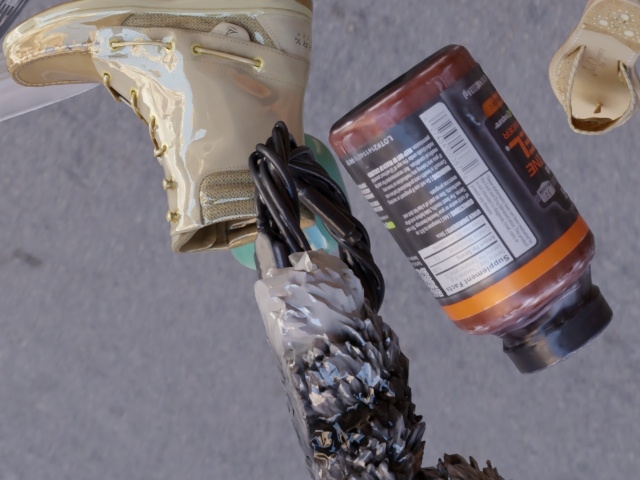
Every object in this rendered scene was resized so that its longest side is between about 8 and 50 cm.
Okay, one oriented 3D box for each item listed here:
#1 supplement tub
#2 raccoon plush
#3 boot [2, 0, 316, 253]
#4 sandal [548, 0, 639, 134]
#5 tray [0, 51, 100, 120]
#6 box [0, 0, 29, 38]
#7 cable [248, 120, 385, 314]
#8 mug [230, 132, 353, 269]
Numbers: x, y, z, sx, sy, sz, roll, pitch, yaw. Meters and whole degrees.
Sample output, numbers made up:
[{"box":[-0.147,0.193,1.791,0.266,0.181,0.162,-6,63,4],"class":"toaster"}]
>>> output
[{"box":[0.099,-0.015,0.971,0.106,0.106,0.198,-32,97,25],"class":"supplement tub"},{"box":[0.169,0.189,0.980,0.299,0.216,0.446,-19,108,-8],"class":"raccoon plush"},{"box":[-0.130,-0.090,1.252,0.262,0.095,0.203,-4,79,11],"class":"boot"},{"box":[0.238,-0.133,1.372,0.088,0.079,0.240,20,158,8],"class":"sandal"},{"box":[-0.341,-0.127,1.426,0.270,0.145,0.030,-21,114,-10],"class":"tray"},{"box":[-0.396,-0.270,1.529,0.216,0.270,0.060,14,80,-19],"class":"box"},{"box":[0.000,0.000,1.143,0.047,0.150,0.184,-21,78,27],"class":"cable"},{"box":[-0.033,-0.043,1.519,0.157,0.129,0.097,26,145,44],"class":"mug"}]
